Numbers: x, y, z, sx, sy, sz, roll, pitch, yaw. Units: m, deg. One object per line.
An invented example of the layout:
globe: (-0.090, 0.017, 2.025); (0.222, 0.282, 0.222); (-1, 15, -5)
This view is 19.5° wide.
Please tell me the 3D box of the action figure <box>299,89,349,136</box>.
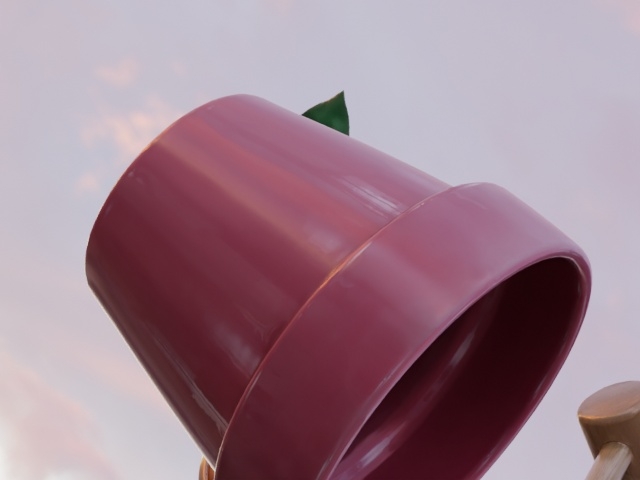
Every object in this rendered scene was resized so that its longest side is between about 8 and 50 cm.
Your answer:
action figure: (0.000, 0.000, 1.651); (0.137, 0.064, 0.232); (-36, -129, 52)

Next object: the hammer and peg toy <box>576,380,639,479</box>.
hammer and peg toy: (0.302, 0.187, 1.163); (0.361, 0.266, 0.127); (-6, -61, 43)

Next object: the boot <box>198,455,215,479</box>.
boot: (0.000, 0.119, 1.357); (0.073, 0.197, 0.152); (45, -50, -4)

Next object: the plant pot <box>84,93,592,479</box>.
plant pot: (-0.004, 0.033, 0.871); (0.180, 0.201, 0.201); (39, -25, 25)
